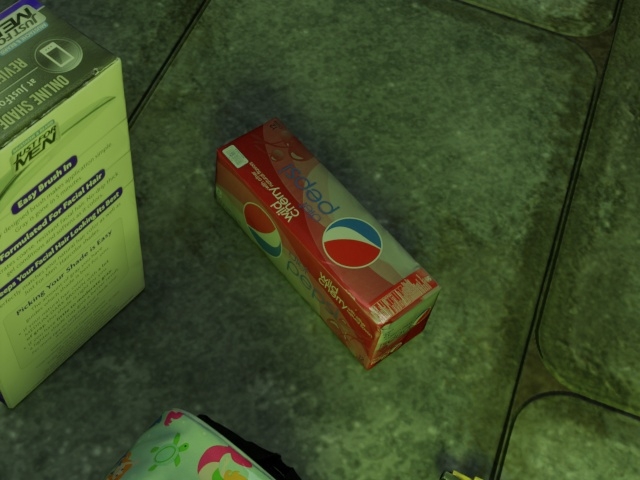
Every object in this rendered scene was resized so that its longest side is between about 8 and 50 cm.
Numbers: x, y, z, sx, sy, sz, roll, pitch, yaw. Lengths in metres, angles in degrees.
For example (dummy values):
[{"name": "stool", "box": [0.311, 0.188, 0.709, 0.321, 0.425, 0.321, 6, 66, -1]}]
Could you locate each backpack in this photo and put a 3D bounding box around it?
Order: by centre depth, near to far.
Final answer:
[{"name": "backpack", "box": [-0.079, 0.250, 0.726, 0.225, 0.253, 0.191, 37, 60, 15]}]

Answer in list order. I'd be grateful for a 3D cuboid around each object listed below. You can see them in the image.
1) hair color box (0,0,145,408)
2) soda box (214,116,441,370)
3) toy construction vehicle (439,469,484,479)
[{"name": "hair color box", "box": [-0.256, -0.015, 0.822, 0.110, 0.339, 0.185, 36, 60, 15]}, {"name": "soda box", "box": [0.000, 0.000, 0.995, 0.083, 0.092, 0.263, -32, 66, -25]}, {"name": "toy construction vehicle", "box": [0.127, 0.254, 0.881, 0.098, 0.035, 0.086, 27, 58, 10]}]
